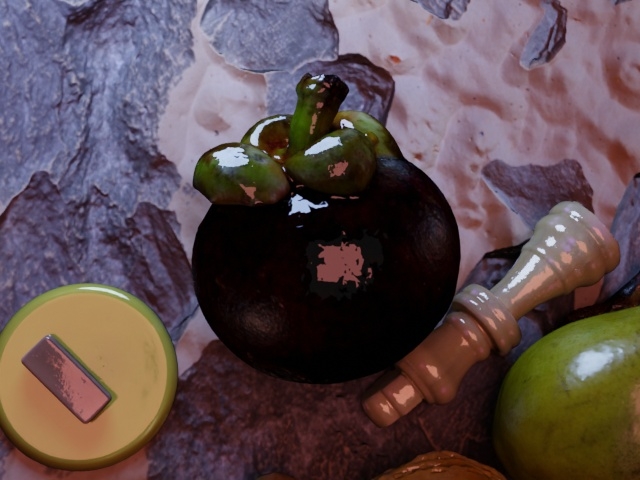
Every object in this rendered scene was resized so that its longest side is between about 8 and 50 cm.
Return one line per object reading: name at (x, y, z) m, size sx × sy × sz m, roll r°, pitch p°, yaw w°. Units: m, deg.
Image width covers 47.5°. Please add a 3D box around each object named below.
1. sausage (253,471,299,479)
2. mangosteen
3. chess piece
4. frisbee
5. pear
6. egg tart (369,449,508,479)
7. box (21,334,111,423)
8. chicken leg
sausage at (-0.084, 0.529, 0.848) m, size 0.136 × 0.123 × 0.502 m, roll -2°, pitch 80°, yaw 21°
mangosteen at (0.003, 0.010, 0.842) m, size 0.329 × 0.330 × 0.331 m, roll 1°, pitch 82°, yaw -9°
chess piece at (0.219, 0.111, 0.969) m, size 0.397 × 0.117 × 0.117 m, roll -38°, pitch 90°, yaw -10°
frisbee at (-0.299, 0.171, 0.920) m, size 0.235 × 0.017 × 0.236 m, roll 1°, pitch 81°, yaw -9°
pear at (0.362, 0.209, 0.884) m, size 0.307 × 0.253 × 0.253 m, roll -31°, pitch 88°, yaw 19°
egg tart at (0.131, 0.415, 0.897) m, size 0.318 × 0.128 × 0.319 m, roll 1°, pitch 86°, yaw -9°
box at (-0.312, 0.171, 0.895) m, size 0.115 × 0.025 × 0.048 m, roll 44°, pitch 83°, yaw -1°
chicken leg at (0.436, 0.102, 1.025) m, size 0.233 × 0.063 × 0.105 m, roll -32°, pitch 83°, yaw -11°
